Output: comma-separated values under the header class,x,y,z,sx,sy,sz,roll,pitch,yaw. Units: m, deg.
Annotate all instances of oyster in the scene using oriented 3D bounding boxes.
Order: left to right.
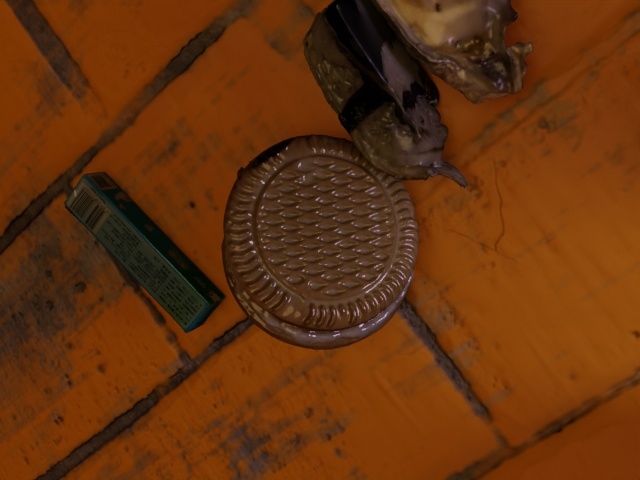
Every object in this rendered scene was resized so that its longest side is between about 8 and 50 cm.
class,x,y,z,sx,sy,sz,roll,pitch,yaw
oyster,0.134,-0.315,0.920,0.275,0.100,0.271,20,97,6

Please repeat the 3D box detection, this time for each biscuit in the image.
class,x,y,z,sx,sy,sz,roll,pitch,yaw
biscuit,0.000,0.000,0.978,0.259,0.079,0.259,3,75,-10

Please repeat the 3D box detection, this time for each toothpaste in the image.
class,x,y,z,sx,sy,sz,roll,pitch,yaw
toothpaste,-0.254,0.014,1.161,0.266,0.050,0.065,44,111,10

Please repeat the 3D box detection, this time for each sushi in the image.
class,x,y,z,sx,sy,sz,roll,pitch,yaw
sushi,0.071,-0.166,0.975,0.109,0.134,0.273,-22,105,37
